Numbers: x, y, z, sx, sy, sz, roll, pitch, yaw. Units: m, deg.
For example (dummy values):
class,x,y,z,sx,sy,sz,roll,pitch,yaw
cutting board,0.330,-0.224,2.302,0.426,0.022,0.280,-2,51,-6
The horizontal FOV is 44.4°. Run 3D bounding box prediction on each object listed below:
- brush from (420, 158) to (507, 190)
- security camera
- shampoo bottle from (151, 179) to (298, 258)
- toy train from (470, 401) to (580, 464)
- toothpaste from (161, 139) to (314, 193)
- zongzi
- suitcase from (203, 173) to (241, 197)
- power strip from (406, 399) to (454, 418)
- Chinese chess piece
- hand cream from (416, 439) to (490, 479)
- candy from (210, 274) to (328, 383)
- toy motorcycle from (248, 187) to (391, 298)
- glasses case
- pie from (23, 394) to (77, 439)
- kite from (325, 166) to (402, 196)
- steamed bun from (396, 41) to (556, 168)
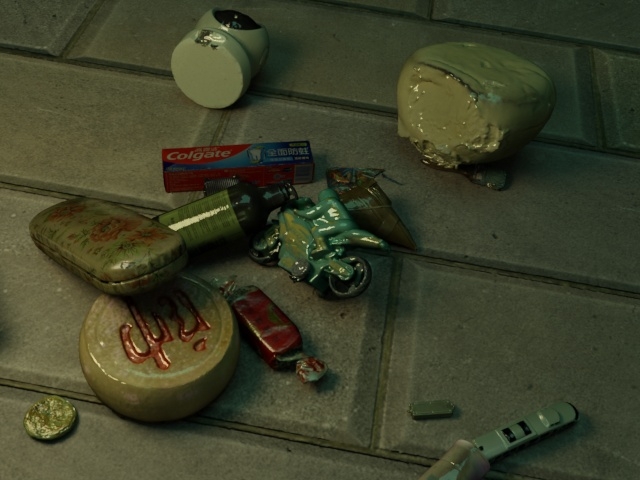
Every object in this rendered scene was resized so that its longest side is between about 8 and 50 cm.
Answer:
class,x,y,z,sx,sy,sz,roll,pitch,yaw
brush,0.320,-0.157,1.765,0.196,0.021,0.070,13,49,9
security camera,-0.224,-0.447,1.863,0.195,0.194,0.236,18,43,10
shampoo bottle,-0.180,-0.046,1.500,0.284,0.101,0.101,-22,51,0
toy train,0.349,0.318,1.316,0.207,0.047,0.043,-18,53,-19
toothpaste,-0.176,-0.159,1.683,0.320,0.066,0.076,-4,48,-11
zongzi,0.079,-0.014,1.586,0.189,0.081,0.178,-29,76,-16
suitcase,-0.195,-0.076,1.610,0.086,0.059,0.126,-8,51,-11
power strip,0.187,0.289,1.344,0.083,0.017,0.027,-2,47,-9
Chinese chess piece,-0.272,0.177,1.338,0.270,0.112,0.270,4,48,-4
hand cream,0.134,0.427,1.184,0.111,0.070,0.312,38,59,22
candy,-0.099,0.154,1.409,0.086,0.059,0.292,-31,57,-25
toy motorcycle,0.001,0.001,1.486,0.296,0.109,0.198,27,81,39
glasses case,-0.385,0.001,1.394,0.156,0.098,0.425,-25,27,-32
pie,-0.439,0.290,1.276,0.084,0.021,0.084,6,45,-6
kite,0.075,-0.120,1.708,0.160,0.010,0.183,34,53,21
steamed bun,0.342,-0.290,1.742,0.312,0.233,0.334,-15,42,-33
